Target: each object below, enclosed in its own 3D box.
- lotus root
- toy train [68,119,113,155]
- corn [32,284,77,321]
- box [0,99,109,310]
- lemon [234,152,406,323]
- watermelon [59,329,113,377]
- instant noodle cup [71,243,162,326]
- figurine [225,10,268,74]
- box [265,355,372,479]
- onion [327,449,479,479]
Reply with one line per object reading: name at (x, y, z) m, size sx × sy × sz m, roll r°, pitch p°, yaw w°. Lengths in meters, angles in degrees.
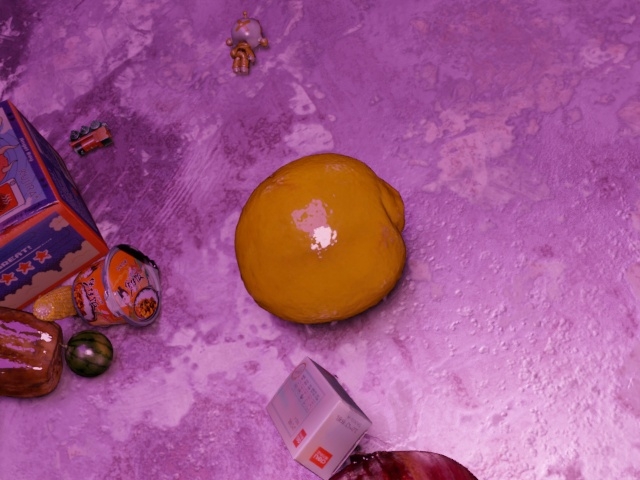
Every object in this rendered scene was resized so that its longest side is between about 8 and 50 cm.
lotus root at (-0.670, 0.229, 1.931) m, size 0.291 × 0.193 × 0.193 m, roll 11°, pitch 66°, yaw 10°
toy train at (-0.553, -0.244, 2.227) m, size 0.103 × 0.044 × 0.064 m, roll -27°, pitch 69°, yaw 1°
corn at (-0.543, 0.131, 1.941) m, size 0.067 × 0.206 × 0.067 m, roll 0°, pitch 93°, yaw 5°
box at (-0.710, -0.064, 2.052) m, size 0.319 × 0.257 × 0.348 m, roll -31°, pitch 59°, yaw -3°
lemon at (0.000, 0.000, 1.773) m, size 0.348 × 0.348 × 0.348 m, roll -7°, pitch 61°, yaw 13°
watermelon at (-0.483, 0.232, 1.917) m, size 0.109 × 0.109 × 0.109 m, roll -7°, pitch 61°, yaw 13°
instant noodle cup at (-0.437, 0.107, 1.942) m, size 0.126 × 0.208 × 0.177 m, roll -17°, pitch 90°, yaw 23°
figurine at (-0.187, -0.470, 2.227) m, size 0.101 × 0.068 × 0.143 m, roll 28°, pitch 87°, yaw 22°
box at (-0.008, 0.308, 1.654) m, size 0.135 × 0.079 × 0.269 m, roll -51°, pitch 17°, yaw -2°
onion at (0.115, 0.474, 1.524) m, size 0.348 × 0.347 × 0.385 m, roll -28°, pitch 23°, yaw 1°
